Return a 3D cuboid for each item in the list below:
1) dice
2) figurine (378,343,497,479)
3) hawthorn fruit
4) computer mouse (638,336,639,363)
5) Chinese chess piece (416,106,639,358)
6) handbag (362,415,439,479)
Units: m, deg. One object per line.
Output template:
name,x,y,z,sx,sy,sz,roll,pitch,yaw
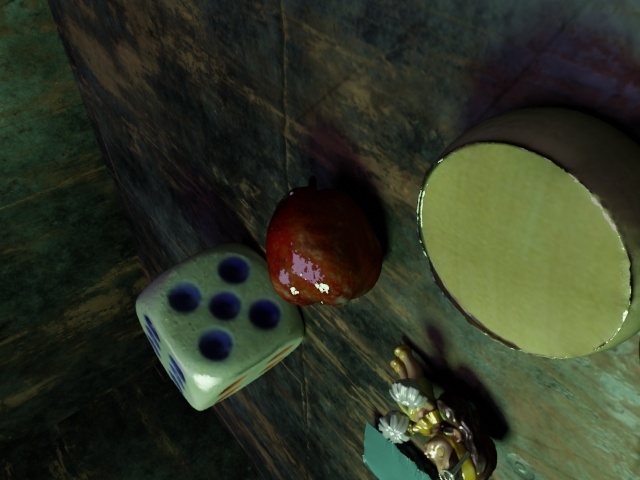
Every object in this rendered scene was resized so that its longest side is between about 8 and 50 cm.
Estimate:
dice,-0.245,0.202,1.300,0.304,0.304,0.277,54,152,13
figurine,0.177,0.279,0.849,0.240,0.115,0.175,48,149,37
hawthorn fruit,0.000,0.000,0.831,0.185,0.185,0.203,-7,95,62
computer mouse,0.362,0.110,0.372,0.310,0.071,0.159,143,121,-64
Chinese chess piece,0.211,-0.004,0.527,0.249,0.103,0.250,40,146,35
handbag,0.179,0.483,1.115,0.221,0.057,0.144,37,141,40
